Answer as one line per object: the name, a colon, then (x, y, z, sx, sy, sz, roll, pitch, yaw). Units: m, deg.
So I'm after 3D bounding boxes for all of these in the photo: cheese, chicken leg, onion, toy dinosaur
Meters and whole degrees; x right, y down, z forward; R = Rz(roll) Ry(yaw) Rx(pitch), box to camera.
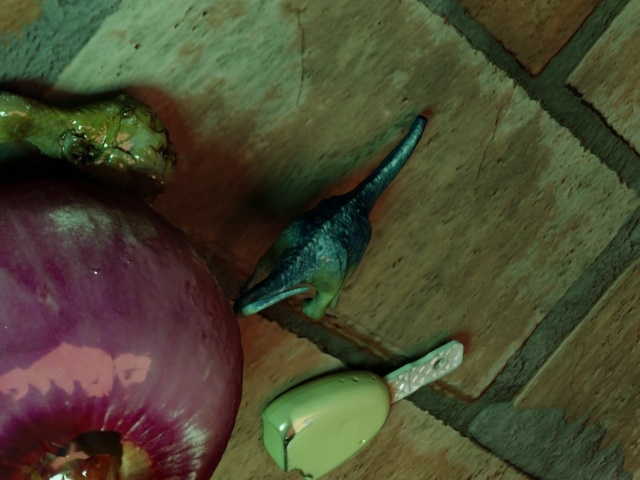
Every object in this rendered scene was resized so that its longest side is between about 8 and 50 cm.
cheese: (0.052, 0.174, 1.873, 0.255, 0.050, 0.127, -24, 135, -26)
chicken leg: (-0.197, -0.087, 1.427, 0.198, 0.069, 0.085, 18, 133, -41)
onion: (-0.232, 0.128, 1.387, 0.358, 0.345, 0.358, -2, 105, -8)
toy dinosaur: (-0.002, 0.006, 1.605, 0.363, 0.076, 0.147, -45, 167, -50)
